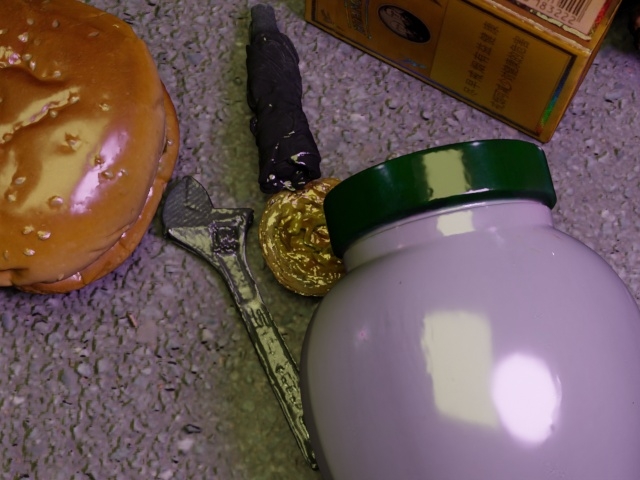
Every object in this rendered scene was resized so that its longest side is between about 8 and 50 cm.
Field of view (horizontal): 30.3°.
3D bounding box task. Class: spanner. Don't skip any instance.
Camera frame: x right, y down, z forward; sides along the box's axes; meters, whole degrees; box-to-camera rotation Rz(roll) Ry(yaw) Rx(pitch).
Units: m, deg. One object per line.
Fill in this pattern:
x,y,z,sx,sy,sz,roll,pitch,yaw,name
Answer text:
-0.067,0.073,1.156,0.093,0.026,0.326,-24,72,-10,spanner

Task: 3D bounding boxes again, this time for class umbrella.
-0.044,-0.152,1.212,0.066,0.059,0.236,-6,54,-4,umbrella

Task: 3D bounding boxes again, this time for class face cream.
0.137,0.110,1.034,0.312,0.219,0.357,-8,77,-12,face cream

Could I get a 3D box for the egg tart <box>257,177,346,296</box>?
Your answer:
0.000,0.000,1.175,0.128,0.049,0.129,2,71,-5,egg tart

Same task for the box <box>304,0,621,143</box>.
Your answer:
0.132,-0.235,1.193,0.301,0.193,0.084,28,70,9,box

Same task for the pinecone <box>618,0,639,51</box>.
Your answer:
0.395,-0.296,1.215,0.243,0.243,0.257,21,90,6,pinecone

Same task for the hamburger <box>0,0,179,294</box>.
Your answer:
-0.292,-0.092,1.136,0.289,0.170,0.314,15,70,10,hamburger
